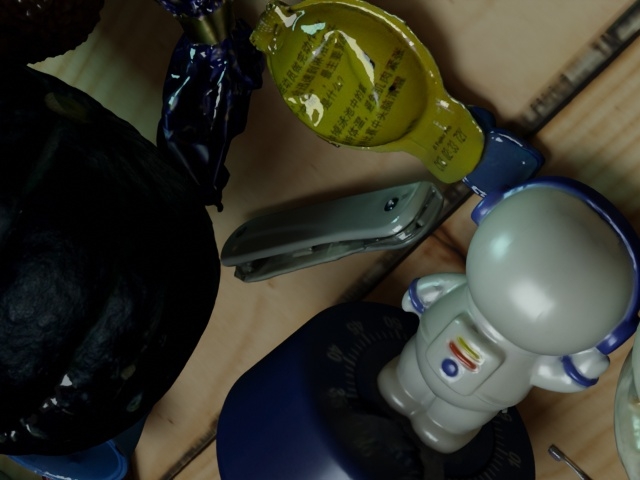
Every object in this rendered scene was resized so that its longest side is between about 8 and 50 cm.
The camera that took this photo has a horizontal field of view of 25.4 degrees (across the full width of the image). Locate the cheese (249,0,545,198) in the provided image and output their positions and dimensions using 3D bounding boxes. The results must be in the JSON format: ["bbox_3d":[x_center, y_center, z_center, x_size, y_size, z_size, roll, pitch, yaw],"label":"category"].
[{"bbox_3d":[0.058,-0.108,1.122,0.250,0.064,0.156,33,141,-1],"label":"cheese"}]

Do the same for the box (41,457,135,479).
[{"bbox_3d":[-0.281,0.324,1.751,0.120,0.069,0.224,21,133,24],"label":"box"}]

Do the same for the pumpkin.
[{"bbox_3d":[-0.257,0.006,1.122,0.363,0.363,0.266,37,99,7],"label":"pumpkin"}]

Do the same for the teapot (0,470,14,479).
[{"bbox_3d":[-0.458,0.365,1.878,0.149,0.162,0.239,36,169,22],"label":"teapot"}]

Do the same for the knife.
[{"bbox_3d":[0.002,-0.002,1.233,0.265,0.073,0.040,-13,123,49],"label":"knife"}]

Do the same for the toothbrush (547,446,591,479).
[{"bbox_3d":[0.244,0.221,1.289,0.097,0.006,0.008,42,141,2],"label":"toothbrush"}]

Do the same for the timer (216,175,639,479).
[{"bbox_3d":[0.117,0.104,1.147,0.270,0.270,0.383,41,124,3],"label":"timer"}]

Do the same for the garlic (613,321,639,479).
[{"bbox_3d":[0.310,0.147,1.035,0.184,0.203,0.281,11,136,57],"label":"garlic"}]

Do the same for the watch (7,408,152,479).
[{"bbox_3d":[-0.273,0.172,1.564,0.196,0.171,0.200,0,138,37],"label":"watch"}]

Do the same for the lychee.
[{"bbox_3d":[-0.272,-0.239,1.202,0.188,0.188,0.188,22,134,24],"label":"lychee"}]

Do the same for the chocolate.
[{"bbox_3d":[-0.099,-0.170,1.155,0.126,0.148,0.343,-12,134,-1],"label":"chocolate"}]
